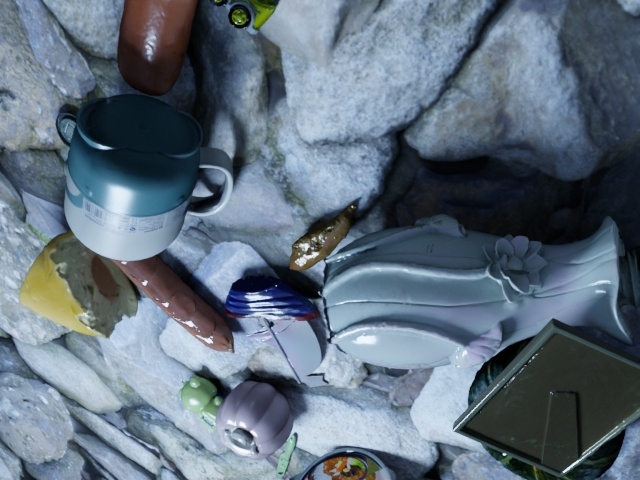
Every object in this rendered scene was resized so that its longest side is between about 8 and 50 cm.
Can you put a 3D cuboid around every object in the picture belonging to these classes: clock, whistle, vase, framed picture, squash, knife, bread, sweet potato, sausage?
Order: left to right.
[{"bbox_3d":[-0.501,-0.223,1.273,0.085,0.017,0.085,14,127,19],"label":"clock"},{"bbox_3d":[-0.512,0.079,1.388,0.224,0.183,0.211,31,126,3],"label":"bread"},{"bbox_3d":[-0.260,-0.349,0.997,0.114,0.113,0.259,33,133,4],"label":"sausage"},{"bbox_3d":[-0.345,0.098,1.373,0.433,0.088,0.088,46,131,-7],"label":"sausage"},{"bbox_3d":[-0.258,0.417,1.545,0.227,0.085,0.105,41,132,-1],"label":"whistle"},{"bbox_3d":[-0.089,0.548,1.593,0.030,0.014,0.207,24,131,10],"label":"knife"},{"bbox_3d":[0.000,0.000,1.135,0.068,0.060,0.206,24,129,-35],"label":"sweet potato"},{"bbox_3d":[0.240,0.078,0.956,0.445,0.250,0.250,-8,118,27],"label":"vase"},{"bbox_3d":[0.377,0.291,1.053,0.252,0.165,0.252,17,122,30],"label":"squash"},{"bbox_3d":[0.336,0.235,0.888,0.192,0.018,0.265,26,128,-3],"label":"framed picture"}]

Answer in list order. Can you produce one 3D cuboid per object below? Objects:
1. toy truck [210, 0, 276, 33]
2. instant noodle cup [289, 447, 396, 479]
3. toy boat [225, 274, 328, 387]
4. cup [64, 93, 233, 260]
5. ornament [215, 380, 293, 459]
[{"bbox_3d":[-0.118,-0.370,0.935,0.077,0.076,0.111,-40,102,17],"label":"toy truck"},{"bbox_3d":[0.076,0.636,1.432,0.302,0.258,0.181,8,140,39],"label":"instant noodle cup"},{"bbox_3d":[-0.062,0.196,1.302,0.219,0.072,0.318,-29,109,42],"label":"toy boat"},{"bbox_3d":[-0.300,-0.112,1.113,0.290,0.219,0.257,6,145,-21],"label":"cup"},{"bbox_3d":[-0.155,0.419,1.439,0.178,0.177,0.177,14,127,19],"label":"ornament"}]
